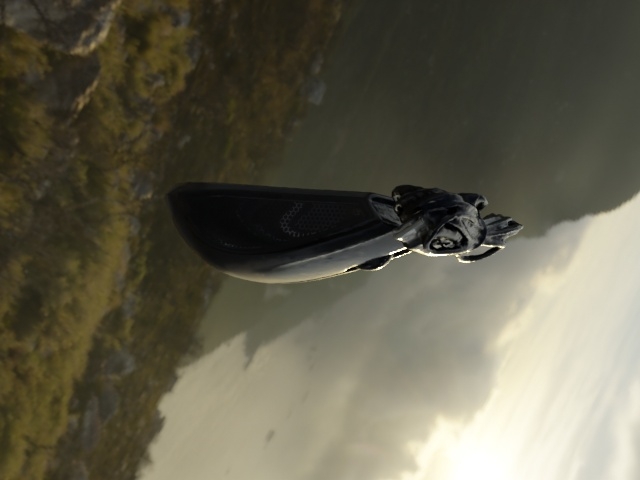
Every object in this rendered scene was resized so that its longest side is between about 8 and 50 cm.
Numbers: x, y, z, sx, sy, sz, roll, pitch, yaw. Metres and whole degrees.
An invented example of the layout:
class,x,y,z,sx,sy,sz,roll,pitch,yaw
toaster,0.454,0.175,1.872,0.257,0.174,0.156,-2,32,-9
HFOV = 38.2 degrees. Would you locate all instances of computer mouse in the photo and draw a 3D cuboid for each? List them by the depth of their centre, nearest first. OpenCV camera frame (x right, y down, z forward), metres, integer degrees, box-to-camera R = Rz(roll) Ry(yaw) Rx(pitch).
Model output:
class,x,y,z,sx,sy,sz,roll,pitch,yaw
computer mouse,0.000,0.000,0.698,0.188,0.272,0.072,10,85,-64
